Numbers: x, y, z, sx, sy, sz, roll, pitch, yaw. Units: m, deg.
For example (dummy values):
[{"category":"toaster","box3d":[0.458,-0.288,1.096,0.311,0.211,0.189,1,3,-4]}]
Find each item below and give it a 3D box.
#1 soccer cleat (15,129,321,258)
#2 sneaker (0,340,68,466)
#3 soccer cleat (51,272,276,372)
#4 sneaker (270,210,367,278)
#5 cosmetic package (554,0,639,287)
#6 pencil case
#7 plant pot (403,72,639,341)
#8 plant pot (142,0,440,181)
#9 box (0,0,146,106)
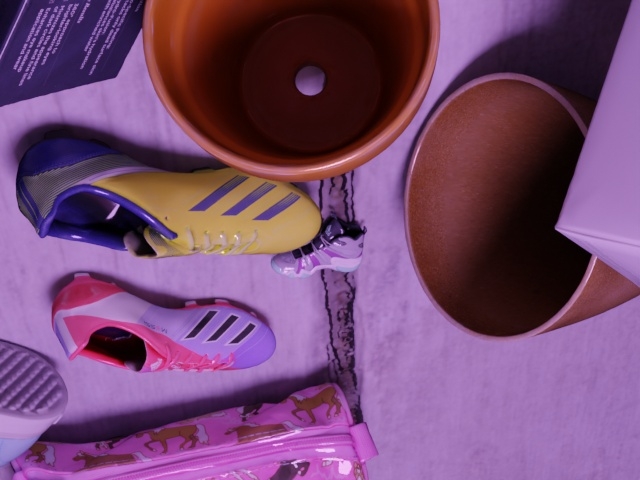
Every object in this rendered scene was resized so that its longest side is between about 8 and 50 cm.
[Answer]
[{"category":"soccer cleat","box3d":[-0.126,-0.016,1.031,0.289,0.121,0.093,11,128,-29]},{"category":"sneaker","box3d":[-0.425,0.154,1.081,0.366,0.135,0.150,22,119,-34]},{"category":"soccer cleat","box3d":[-0.149,0.102,1.157,0.248,0.095,0.083,18,124,-33]},{"category":"sneaker","box3d":[0.000,0.000,1.157,0.098,0.038,0.069,-9,134,-26]},{"category":"cosmetic package","box3d":[0.340,-0.135,0.908,0.197,0.155,0.365,29,80,-49]},{"category":"pencil case","box3d":[-0.137,0.258,1.271,0.386,0.167,0.160,-9,113,-12]},{"category":"plant pot","box3d":[0.250,-0.027,1.107,0.254,0.237,0.237,1,134,-39]},{"category":"plant pot","box3d":[-0.015,-0.137,0.887,0.205,0.205,0.188,-22,174,1]},{"category":"box","box3d":[-0.187,-0.187,0.809,0.156,0.093,0.158,-54,166,30]}]
